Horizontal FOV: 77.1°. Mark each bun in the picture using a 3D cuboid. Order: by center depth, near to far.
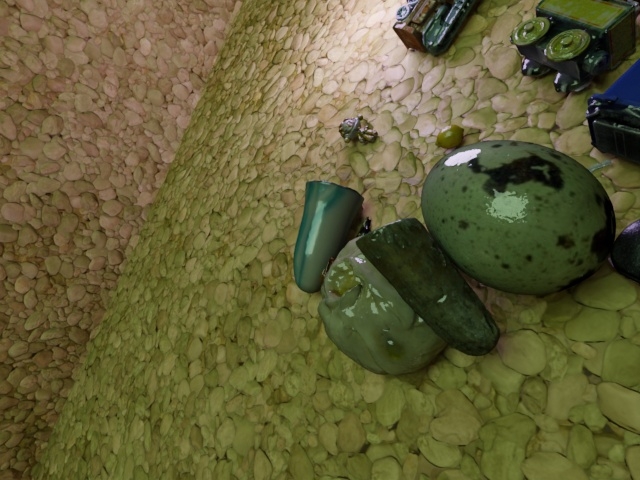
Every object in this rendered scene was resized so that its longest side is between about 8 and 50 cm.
[{"bbox_3d":[0.145,0.135,0.968,0.365,0.219,0.364,-17,64,37],"label":"bun"}]

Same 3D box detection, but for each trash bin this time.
[{"bbox_3d":[0.648,-0.267,0.745,0.234,0.163,0.184,-50,45,4],"label":"trash bin"}]

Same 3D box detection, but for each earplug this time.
[{"bbox_3d":[0.000,0.000,1.211,0.185,0.185,0.323,11,82,46],"label":"earplug"}]

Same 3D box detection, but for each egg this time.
[{"bbox_3d":[0.369,-0.053,0.803,0.287,0.288,0.379,-55,34,7],"label":"egg"}]

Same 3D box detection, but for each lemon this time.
[{"bbox_3d":[0.351,-0.281,1.093,0.083,0.062,0.062,-27,53,32],"label":"lemon"}]

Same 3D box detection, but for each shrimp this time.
[{"bbox_3d":[0.087,0.039,1.148,0.066,0.117,0.261,19,79,33],"label":"shrimp"}]

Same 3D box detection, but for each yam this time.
[{"bbox_3d":[0.222,0.088,0.794,0.133,0.133,0.330,-43,85,20],"label":"yam"}]

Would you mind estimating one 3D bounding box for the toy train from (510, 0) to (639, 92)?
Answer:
[{"bbox_3d":[0.572,-0.463,0.929,0.177,0.134,0.260,-42,46,11],"label":"toy train"}]

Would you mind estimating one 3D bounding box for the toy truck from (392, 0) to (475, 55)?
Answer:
[{"bbox_3d":[0.397,-0.751,1.238,0.338,0.133,0.184,-53,54,13],"label":"toy truck"}]

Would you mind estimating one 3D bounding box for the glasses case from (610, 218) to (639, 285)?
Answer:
[{"bbox_3d":[0.640,0.068,0.631,0.122,0.082,0.321,-56,45,6],"label":"glasses case"}]

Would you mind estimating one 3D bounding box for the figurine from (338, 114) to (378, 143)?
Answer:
[{"bbox_3d":[0.127,-0.371,1.352,0.143,0.068,0.101,1,75,31],"label":"figurine"}]

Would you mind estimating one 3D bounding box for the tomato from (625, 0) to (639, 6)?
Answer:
[{"bbox_3d":[0.700,-0.593,0.806,0.232,0.188,0.231,-1,68,3],"label":"tomato"}]

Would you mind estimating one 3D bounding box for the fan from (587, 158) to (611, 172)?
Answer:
[{"bbox_3d":[0.479,-0.115,0.927,0.329,0.009,0.190,-21,57,36],"label":"fan"}]
